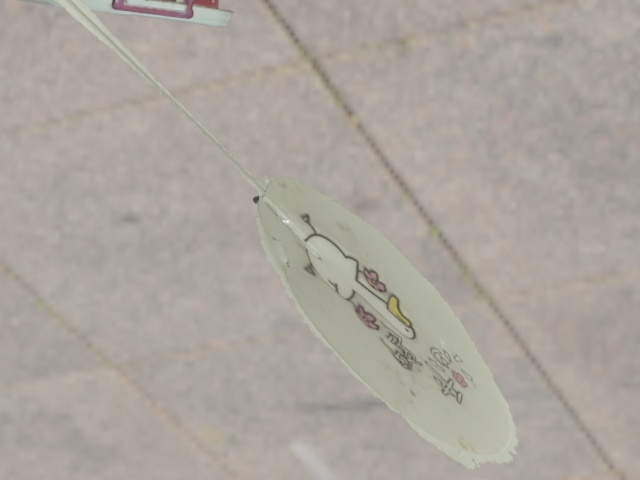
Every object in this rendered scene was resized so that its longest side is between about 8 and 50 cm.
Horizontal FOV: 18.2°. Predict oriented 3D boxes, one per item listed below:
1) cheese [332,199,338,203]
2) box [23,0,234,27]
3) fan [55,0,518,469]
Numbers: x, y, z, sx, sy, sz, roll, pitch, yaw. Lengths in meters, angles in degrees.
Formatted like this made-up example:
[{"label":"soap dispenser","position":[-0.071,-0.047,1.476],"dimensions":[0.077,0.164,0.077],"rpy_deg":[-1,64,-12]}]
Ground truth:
[{"label":"cheese","position":[-0.004,-0.006,1.952],"dimensions":[0.047,0.092,0.171],"rpy_deg":[-36,172,10]},{"label":"box","position":[-0.212,-0.304,1.929],"dimensions":[0.193,0.167,0.294],"rpy_deg":[2,-171,-30]},{"label":"fan","position":[-0.020,-0.010,1.263],"dimensions":[0.012,0.233,0.414],"rpy_deg":[-43,96,18]}]
